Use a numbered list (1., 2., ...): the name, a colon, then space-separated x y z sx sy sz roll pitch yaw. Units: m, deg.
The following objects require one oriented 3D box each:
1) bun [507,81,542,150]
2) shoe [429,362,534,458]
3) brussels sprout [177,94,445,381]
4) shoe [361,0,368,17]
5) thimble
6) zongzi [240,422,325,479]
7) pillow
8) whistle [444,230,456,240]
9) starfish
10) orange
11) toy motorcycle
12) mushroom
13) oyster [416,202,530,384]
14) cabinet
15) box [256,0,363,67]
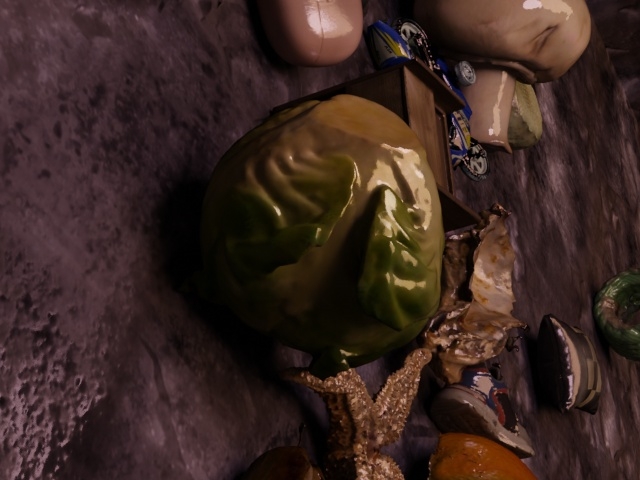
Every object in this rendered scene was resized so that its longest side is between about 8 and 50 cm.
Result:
1. bun: 0.350 -0.261 1.994 0.195 0.118 0.195 49 32 -45
2. shoe: 0.247 0.251 1.558 0.227 0.099 0.125 43 44 -39
3. brussels sprout: 0.002 0.000 1.070 0.227 0.259 0.294 -88 -163 -72
4. shoe: 0.033 -0.380 1.502 0.241 0.093 0.108 -16 92 -64
5. thimble: 0.766 0.174 2.424 0.150 0.219 0.219 48 37 -38
6. zongzi: -0.086 0.256 0.950 0.241 0.111 0.248 45 34 -33
7. pillow: 0.481 0.245 1.985 0.250 0.106 0.186 23 57 -61
8. whistle: 0.193 0.047 1.636 0.033 0.033 0.176 55 33 -33
9. starfish: 0.066 0.284 1.231 0.301 0.084 0.293 3 77 -59
10. orange: 0.198 0.412 1.354 0.310 0.274 0.274 -33 107 -34
11. toy motorcycle: 0.178 -0.222 1.672 0.169 0.113 0.315 -39 101 -51
12. mushroom: 0.298 -0.326 1.794 0.314 0.314 0.336 7 94 -60
13. oyster: 0.229 0.093 1.502 0.198 0.133 0.337 58 31 -20
14. cabinet: 0.064 -0.096 1.275 0.148 0.215 0.175 31 50 -52
15. box: -0.017 -0.326 1.352 0.146 0.088 0.200 -9 84 -33
